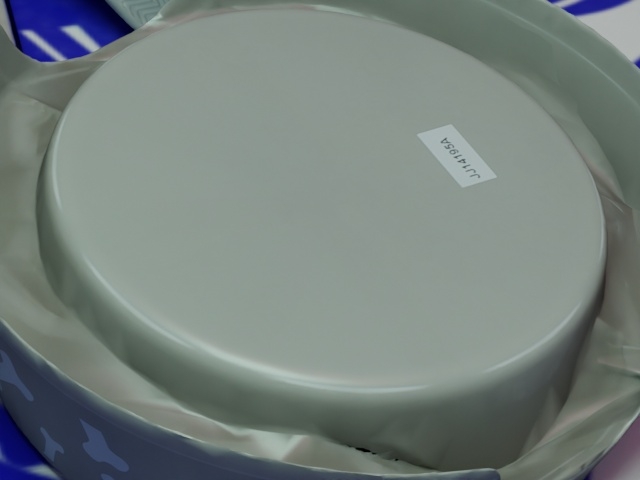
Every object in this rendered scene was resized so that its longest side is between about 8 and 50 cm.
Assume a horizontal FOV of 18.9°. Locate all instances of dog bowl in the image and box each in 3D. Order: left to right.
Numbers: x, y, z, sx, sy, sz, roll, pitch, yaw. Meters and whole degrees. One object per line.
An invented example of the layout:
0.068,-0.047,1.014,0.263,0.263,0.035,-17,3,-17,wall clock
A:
0.000,0.000,0.871,0.349,0.102,0.348,7,44,-7,dog bowl

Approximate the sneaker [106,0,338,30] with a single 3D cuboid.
-0.082,-0.201,1.078,0.292,0.108,0.169,37,31,7,sneaker
